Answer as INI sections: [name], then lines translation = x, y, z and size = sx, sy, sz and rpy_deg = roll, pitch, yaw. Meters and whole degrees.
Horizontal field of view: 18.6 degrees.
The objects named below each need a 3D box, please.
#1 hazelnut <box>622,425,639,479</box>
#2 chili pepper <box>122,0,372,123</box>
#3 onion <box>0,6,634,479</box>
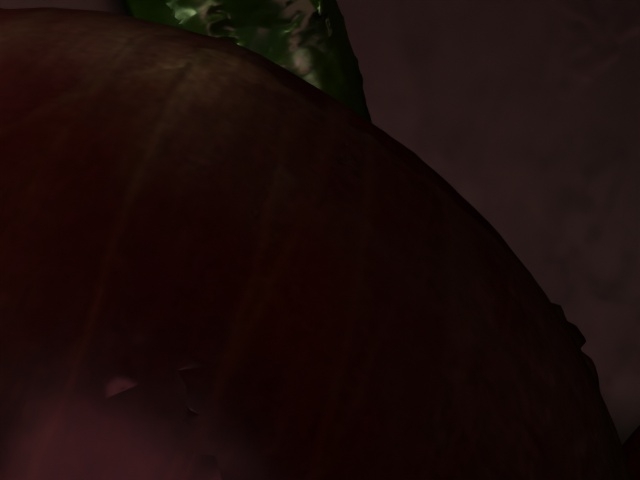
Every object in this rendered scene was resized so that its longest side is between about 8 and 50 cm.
[hazelnut]
translation = 0.199, 0.134, 0.618
size = 0.251, 0.217, 0.217
rpy_deg = 20, 74, -5
[chili pepper]
translation = 0.000, 0.001, 0.666
size = 0.085, 0.076, 0.359
rpy_deg = -28, 77, 26
[onion]
translation = -0.079, 0.112, 0.504
size = 0.354, 0.353, 0.353
rpy_deg = 3, 76, -11
